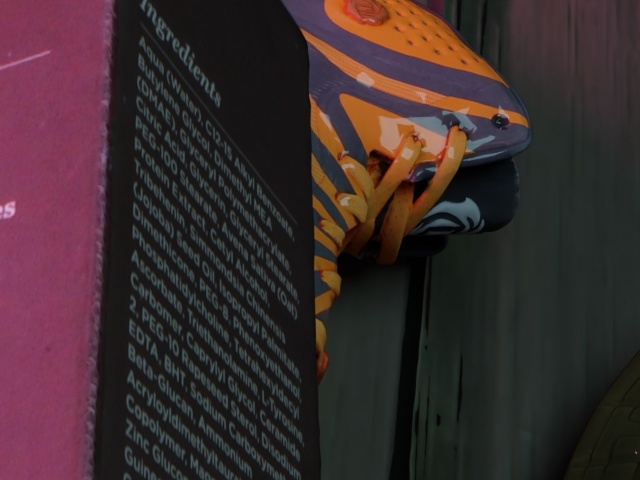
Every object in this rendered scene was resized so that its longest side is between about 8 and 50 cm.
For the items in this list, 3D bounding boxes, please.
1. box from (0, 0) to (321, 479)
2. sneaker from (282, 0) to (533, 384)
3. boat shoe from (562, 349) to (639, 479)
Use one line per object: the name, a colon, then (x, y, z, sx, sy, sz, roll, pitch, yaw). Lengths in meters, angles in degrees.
box: (-0.109, 0.078, 0.512, 0.143, 0.191, 0.381, 51, 30, -50)
sneaker: (0.000, 0.000, 0.734, 0.180, 0.124, 0.321, 10, 55, -23)
boat shoe: (0.150, 0.165, 0.730, 0.110, 0.121, 0.341, 56, 40, -37)
